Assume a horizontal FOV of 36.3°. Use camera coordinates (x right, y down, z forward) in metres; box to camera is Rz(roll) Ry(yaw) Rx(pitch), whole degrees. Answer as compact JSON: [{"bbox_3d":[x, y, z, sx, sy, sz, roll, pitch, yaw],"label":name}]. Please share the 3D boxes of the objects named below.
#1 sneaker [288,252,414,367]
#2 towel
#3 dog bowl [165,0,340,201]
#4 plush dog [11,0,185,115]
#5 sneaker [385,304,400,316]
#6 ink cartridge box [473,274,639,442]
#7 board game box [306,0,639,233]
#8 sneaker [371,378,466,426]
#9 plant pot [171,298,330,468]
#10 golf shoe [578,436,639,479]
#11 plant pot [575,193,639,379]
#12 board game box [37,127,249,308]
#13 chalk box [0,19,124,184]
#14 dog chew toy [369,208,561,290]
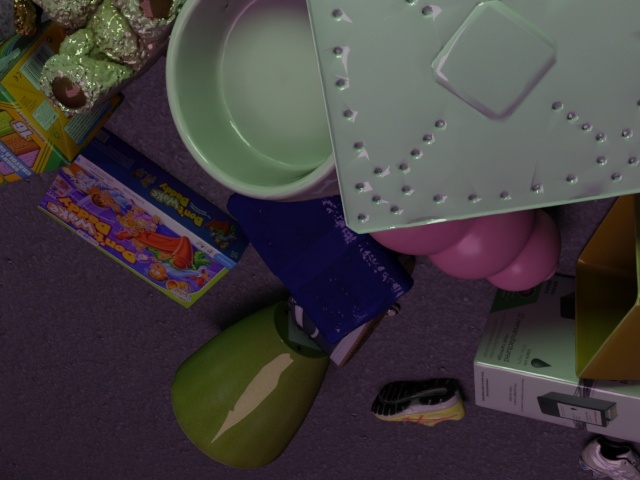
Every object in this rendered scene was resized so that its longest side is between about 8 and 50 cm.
[{"bbox_3d":[0.045,0.091,1.718,0.153,0.099,0.282,41,131,12],"label":"sneaker"},{"bbox_3d":[0.000,0.000,1.591,0.308,0.076,0.227,52,134,2],"label":"towel"},{"bbox_3d":[-0.055,-0.211,1.280,0.348,0.102,0.349,8,106,30],"label":"dog bowl"},{"bbox_3d":[-0.316,-0.340,1.389,0.262,0.210,0.225,-42,94,23],"label":"plush dog"},{"bbox_3d":[0.105,0.135,1.783,0.083,0.037,0.032,-5,131,33],"label":"sneaker"},{"bbox_3d":[0.403,0.172,1.505,0.289,0.211,0.121,10,138,20],"label":"ink cartridge box"},{"bbox_3d":[0.193,-0.211,1.108,0.390,0.050,0.390,-9,120,4],"label":"board game box"},{"bbox_3d":[0.194,0.335,1.934,0.208,0.081,0.094,-10,132,39],"label":"sneaker"},{"bbox_3d":[-0.103,0.250,1.898,0.275,0.275,0.293,33,127,-9],"label":"plant pot"},{"bbox_3d":[0.576,0.425,1.826,0.176,0.069,0.086,21,137,6],"label":"golf shoe"},{"bbox_3d":[0.482,0.075,1.357,0.187,0.212,0.212,13,143,-2],"label":"plant pot"},{"bbox_3d":[-0.326,-0.037,1.805,0.347,0.078,0.233,35,142,-12],"label":"board game box"},{"bbox_3d":[-0.511,-0.217,1.619,0.289,0.180,0.179,-9,130,40],"label":"chalk box"},{"bbox_3d":[0.207,-0.039,1.388,0.332,0.206,0.206,32,144,-20],"label":"dog chew toy"}]
